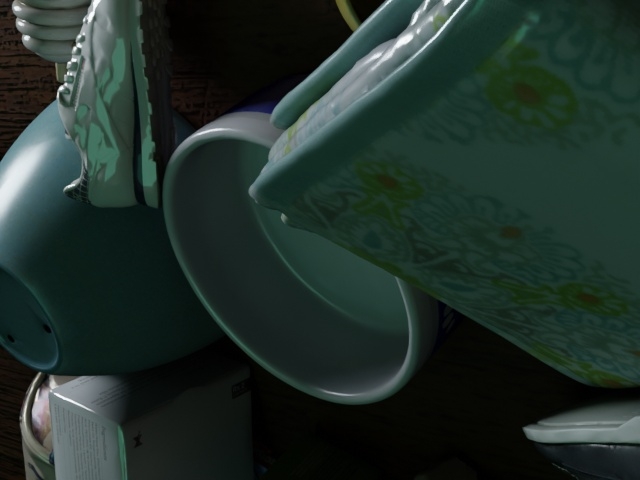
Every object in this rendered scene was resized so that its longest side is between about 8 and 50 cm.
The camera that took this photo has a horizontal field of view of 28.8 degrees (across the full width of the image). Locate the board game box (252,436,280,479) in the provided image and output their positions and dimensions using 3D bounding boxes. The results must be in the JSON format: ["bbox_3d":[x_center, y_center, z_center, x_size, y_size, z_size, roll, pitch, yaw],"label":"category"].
[{"bbox_3d":[-0.071,0.336,1.466,0.145,0.027,0.281,30,140,22],"label":"board game box"}]

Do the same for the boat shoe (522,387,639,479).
[{"bbox_3d":[0.229,0.150,0.856,0.302,0.114,0.091,140,109,-78],"label":"boat shoe"}]

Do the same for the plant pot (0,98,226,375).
[{"bbox_3d":[-0.224,0.019,1.201,0.290,0.195,0.290,27,139,27],"label":"plant pot"}]

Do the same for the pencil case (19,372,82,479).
[{"bbox_3d":[-0.283,0.327,1.569,0.183,0.160,0.410,44,145,28],"label":"pencil case"}]

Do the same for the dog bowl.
[{"bbox_3d":[0.000,0.000,1.027,0.265,0.104,0.265,28,139,27],"label":"dog bowl"}]

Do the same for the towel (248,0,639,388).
[{"bbox_3d":[0.150,-0.026,0.736,0.320,0.090,0.374,28,160,-14],"label":"towel"}]

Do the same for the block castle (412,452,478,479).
[{"bbox_3d":[0.172,0.437,1.077,0.453,0.303,0.213,36,135,17],"label":"block castle"}]

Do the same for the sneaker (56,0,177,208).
[{"bbox_3d":[-0.176,-0.140,1.042,0.095,0.090,0.235,4,104,11],"label":"sneaker"}]

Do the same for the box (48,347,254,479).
[{"bbox_3d":[-0.173,0.222,1.309,0.119,0.181,0.182,16,116,39],"label":"box"}]

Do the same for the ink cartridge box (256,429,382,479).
[{"bbox_3d":[-0.041,0.354,1.268,0.097,0.189,0.255,26,126,20],"label":"ink cartridge box"}]

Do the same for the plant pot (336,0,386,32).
[{"bbox_3d":[0.060,-0.174,0.806,0.134,0.134,0.095,59,167,-13],"label":"plant pot"}]

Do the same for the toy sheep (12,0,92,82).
[{"bbox_3d":[-0.228,-0.202,1.102,0.091,0.091,0.132,20,116,34],"label":"toy sheep"}]
